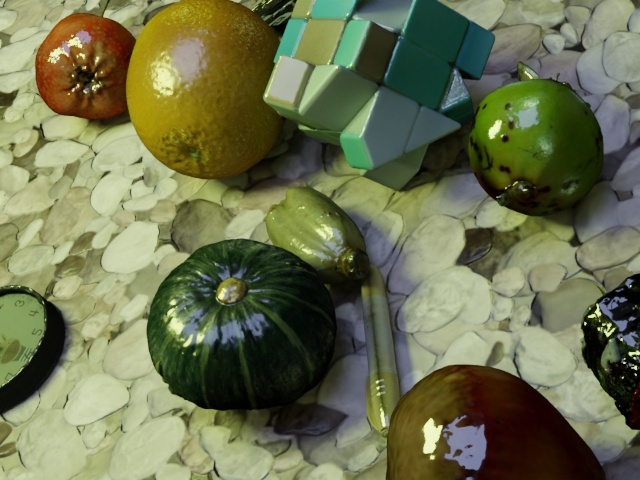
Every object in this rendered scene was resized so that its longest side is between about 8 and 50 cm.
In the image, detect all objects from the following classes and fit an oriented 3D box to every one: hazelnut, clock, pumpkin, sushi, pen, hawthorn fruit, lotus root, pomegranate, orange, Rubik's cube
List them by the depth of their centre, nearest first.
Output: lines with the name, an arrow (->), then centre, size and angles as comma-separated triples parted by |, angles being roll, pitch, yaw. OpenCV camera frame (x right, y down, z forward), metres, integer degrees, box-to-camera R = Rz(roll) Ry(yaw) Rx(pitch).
hazelnut -> 0.161, 0.212, 1.178 | 0.208, 0.208, 0.208 | -15, 46, 16
sushi -> 0.357, 0.075, 1.216 | 0.225, 0.136, 0.126 | -26, 52, -1
pen -> 0.062, 0.118, 1.412 | 0.040, 0.032, 0.233 | -37, 37, 28
pumpkin -> -0.086, 0.096, 1.424 | 0.212, 0.152, 0.211 | -9, 49, 11
pomegranate -> 0.234, -0.115, 1.449 | 0.156, 0.156, 0.220 | -22, 25, 9
lotus root -> 0.000, 0.001, 1.513 | 0.090, 0.077, 0.183 | -45, 41, -4
Rubik's cube -> 0.065, -0.183, 1.554 | 0.224, 0.265, 0.213 | 14, 84, 57
clock -> -0.412, 0.137, 1.642 | 0.184, 0.040, 0.184 | -15, 46, 16
orange -> -0.142, -0.196, 1.665 | 0.236, 0.236, 0.236 | -15, 46, 16
sushi -> 0.006, -0.342, 1.836 | 0.215, 0.050, 0.192 | -42, 20, -18
hawthorn fruit -> -0.338, -0.293, 1.916 | 0.165, 0.165, 0.285 | -22, 39, 10

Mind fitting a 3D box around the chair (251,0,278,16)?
chair -> -0.076, -0.387, 1.848 | 0.212, 0.101, 0.084 | -26, 20, 22
